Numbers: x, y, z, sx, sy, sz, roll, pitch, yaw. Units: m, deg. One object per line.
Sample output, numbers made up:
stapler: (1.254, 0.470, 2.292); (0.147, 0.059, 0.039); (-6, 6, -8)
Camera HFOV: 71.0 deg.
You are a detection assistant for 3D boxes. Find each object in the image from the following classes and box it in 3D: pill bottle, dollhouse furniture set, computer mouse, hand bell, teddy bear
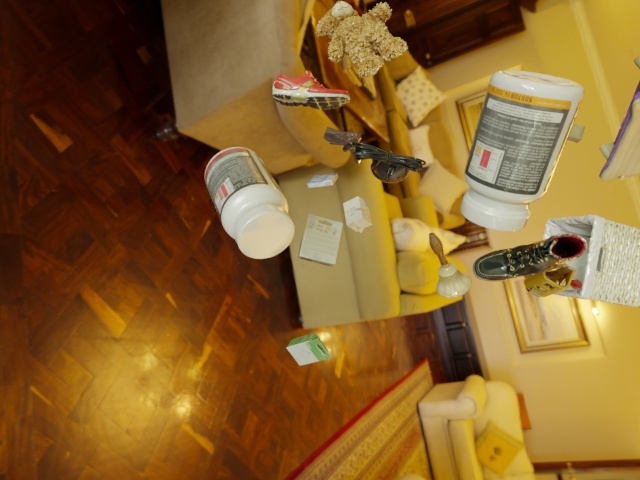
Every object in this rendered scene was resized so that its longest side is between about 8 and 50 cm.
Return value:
pill bottle: (-0.225, -0.123, 1.408); (0.210, 0.210, 0.362); (48, 7, -46)
pill bottle: (0.369, -0.168, 0.856); (0.162, 0.162, 0.278); (-59, 160, -59)
dollhouse furniture set: (0.660, -0.276, 1.350); (0.101, 0.182, 0.160); (67, 42, -81)
computer mouse: (0.135, -0.184, 1.098); (0.262, 0.184, 0.060); (-113, -141, -83)
hand bell: (0.415, 0.067, 1.513); (0.242, 0.126, 0.126); (59, 28, -30)
teddy bear: (0.120, -0.644, 1.398); (0.113, 0.245, 0.337); (40, 30, -59)

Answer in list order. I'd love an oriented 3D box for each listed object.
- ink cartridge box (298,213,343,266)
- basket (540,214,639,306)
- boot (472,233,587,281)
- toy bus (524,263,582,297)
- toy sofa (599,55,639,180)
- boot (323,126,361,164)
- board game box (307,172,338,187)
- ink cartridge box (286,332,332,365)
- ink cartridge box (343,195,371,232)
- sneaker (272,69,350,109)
ink cartridge box: (0.000, 0.000, 1.746); (0.045, 0.146, 0.179); (119, -16, -66)
basket: (1.106, 0.083, 1.835); (0.331, 0.267, 0.328); (179, -79, -86)
boot: (0.516, 0.040, 1.120); (0.178, 0.237, 0.085); (69, 14, -74)
toy bus: (0.710, 0.129, 1.439); (0.202, 0.191, 0.104); (49, 65, -35)
toy sofa: (0.925, -0.348, 1.312); (0.362, 0.177, 0.150); (67, 14, -54)
boot: (0.065, -0.276, 1.306); (0.037, 0.114, 0.106); (-47, 141, -43)
board game box: (0.009, -0.212, 1.577); (0.090, 0.090, 0.020); (-62, 144, -60)
ink cartridge box: (-0.039, 0.467, 1.943); (0.109, 0.209, 0.062); (55, 41, -9)
ink cartridge box: (0.176, -0.116, 2.107); (0.092, 0.090, 0.143); (27, 46, -48)
sneaker: (-0.031, -0.540, 1.582); (0.107, 0.279, 0.118); (70, 28, -82)
